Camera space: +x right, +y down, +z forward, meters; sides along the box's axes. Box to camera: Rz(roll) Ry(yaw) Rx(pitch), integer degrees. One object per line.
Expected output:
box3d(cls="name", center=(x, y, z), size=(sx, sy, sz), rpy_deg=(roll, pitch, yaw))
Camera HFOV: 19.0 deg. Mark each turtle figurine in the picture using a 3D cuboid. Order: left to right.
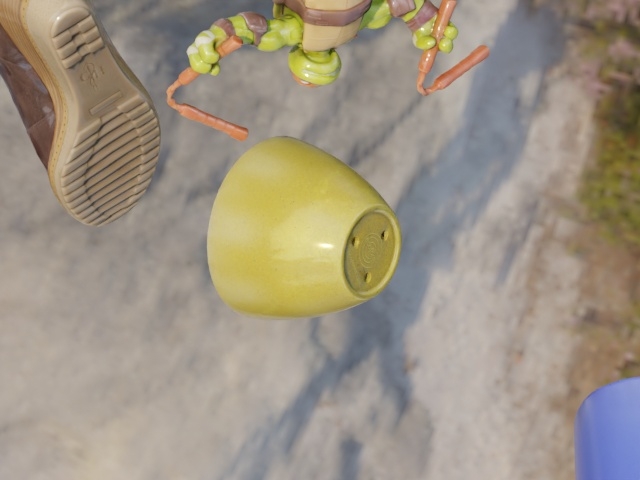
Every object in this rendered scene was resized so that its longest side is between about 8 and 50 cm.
box3d(cls="turtle figurine", center=(0.020, -0.184, 1.385), size=(0.270, 0.087, 0.217), rpy_deg=(-8, 142, -23))

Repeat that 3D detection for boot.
box3d(cls="boot", center=(-0.207, -0.148, 1.396), size=(0.090, 0.207, 0.248), rpy_deg=(-29, 143, -17))

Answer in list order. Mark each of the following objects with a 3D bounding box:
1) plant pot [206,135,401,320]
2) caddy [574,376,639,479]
box3d(cls="plant pot", center=(0.000, 0.000, 1.354), size=(0.134, 0.095, 0.134), rpy_deg=(-20, 117, -46))
box3d(cls="caddy", center=(0.265, 0.178, 0.949), size=(0.341, 0.241, 0.179), rpy_deg=(33, 48, -48))
